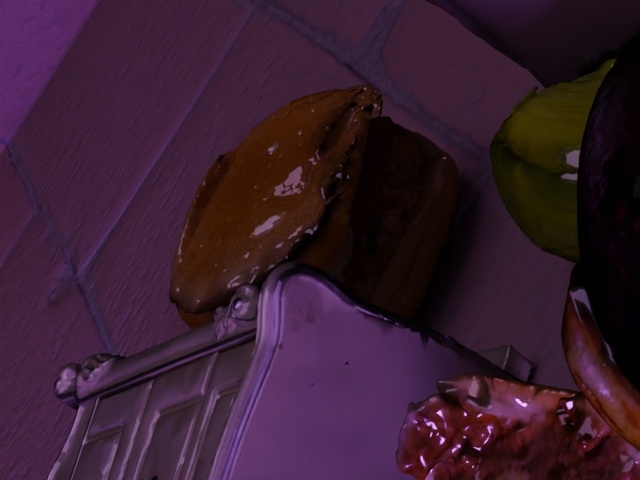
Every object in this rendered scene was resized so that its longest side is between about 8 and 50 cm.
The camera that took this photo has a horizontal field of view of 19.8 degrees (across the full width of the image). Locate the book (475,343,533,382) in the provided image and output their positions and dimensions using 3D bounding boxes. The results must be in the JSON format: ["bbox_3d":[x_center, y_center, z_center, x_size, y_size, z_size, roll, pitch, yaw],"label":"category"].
[{"bbox_3d":[0.037,0.215,1.242,0.215,0.025,0.283,-21,45,56],"label":"book"}]

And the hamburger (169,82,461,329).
[{"bbox_3d":[0.000,0.000,1.425,0.244,0.163,0.244,-40,26,24],"label":"hamburger"}]

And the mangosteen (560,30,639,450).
[{"bbox_3d":[0.187,0.010,0.702,0.250,0.211,0.211,118,171,-59],"label":"mangosteen"}]

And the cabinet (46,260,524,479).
[{"bbox_3d":[-0.050,0.212,1.107,0.318,0.227,0.290,-23,45,54],"label":"cabinet"}]

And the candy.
[{"bbox_3d":[0.171,-0.216,1.283,0.185,0.195,0.137,-29,38,46],"label":"candy"}]

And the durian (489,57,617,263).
[{"bbox_3d":[0.182,-0.051,1.179,0.139,0.101,0.250,-22,19,-8],"label":"durian"}]

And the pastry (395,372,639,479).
[{"bbox_3d":[0.142,0.190,0.874,0.256,0.170,0.237,-175,91,-66],"label":"pastry"}]
